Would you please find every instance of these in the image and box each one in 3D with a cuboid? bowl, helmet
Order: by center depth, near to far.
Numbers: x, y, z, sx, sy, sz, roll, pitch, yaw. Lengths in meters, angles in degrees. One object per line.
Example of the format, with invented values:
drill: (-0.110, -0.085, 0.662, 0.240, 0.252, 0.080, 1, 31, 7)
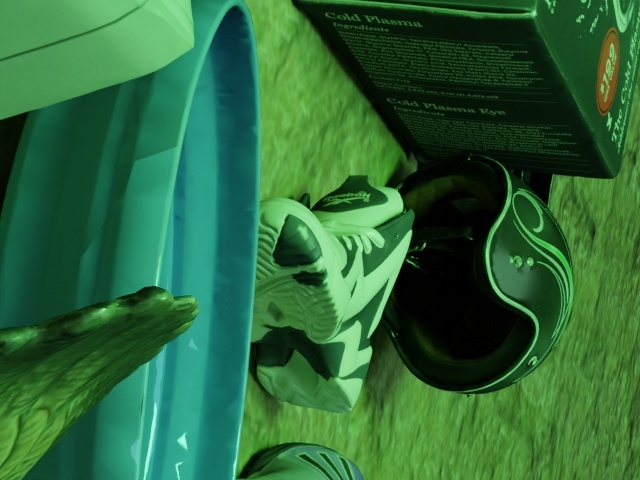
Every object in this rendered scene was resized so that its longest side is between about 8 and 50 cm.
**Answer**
bowl: (-0.092, 0.071, 0.908, 0.391, 0.077, 0.391, 5, 90, -86)
helmet: (0.122, 0.033, 1.464, 0.161, 0.169, 0.169, 60, 40, -35)

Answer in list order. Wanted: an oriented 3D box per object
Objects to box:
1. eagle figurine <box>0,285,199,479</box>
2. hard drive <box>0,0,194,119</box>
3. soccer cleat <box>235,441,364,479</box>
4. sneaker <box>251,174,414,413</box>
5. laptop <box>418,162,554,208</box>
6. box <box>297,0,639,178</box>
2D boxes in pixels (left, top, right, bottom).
eagle figurine: (-0.191, 0.107, 0.492, 0.225, 0.298, 0.226, -3, 99, -69)
hard drive: (-0.207, -0.110, 0.459, 0.353, 0.233, 0.047, 48, 31, -60)
soccer cleat: (-0.015, 0.198, 1.222, 0.318, 0.116, 0.108, 7, 90, -69)
sneaker: (0.000, 0.000, 1.233, 0.235, 0.094, 0.153, 65, 37, -55)
laptop: (0.142, -0.070, 1.684, 0.264, 0.137, 0.234, 18, 79, -43)
box: (0.145, -0.262, 1.401, 0.312, 0.179, 0.343, 43, 57, -63)
